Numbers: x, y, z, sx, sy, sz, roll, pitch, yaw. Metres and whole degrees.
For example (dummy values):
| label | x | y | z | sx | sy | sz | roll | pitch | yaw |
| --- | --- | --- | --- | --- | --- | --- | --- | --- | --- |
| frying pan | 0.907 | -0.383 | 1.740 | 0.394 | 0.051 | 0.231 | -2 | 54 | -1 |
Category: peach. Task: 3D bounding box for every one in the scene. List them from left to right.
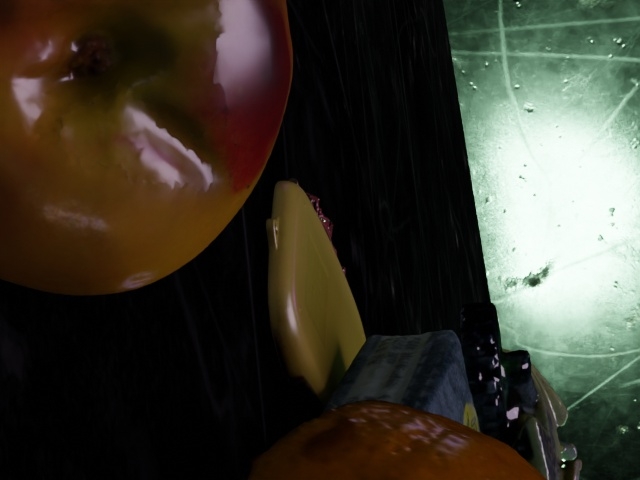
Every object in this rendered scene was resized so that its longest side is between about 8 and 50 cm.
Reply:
| label | x | y | z | sx | sy | sz | roll | pitch | yaw |
| --- | --- | --- | --- | --- | --- | --- | --- | --- | --- |
| peach | -0.071 | -0.056 | 0.426 | 0.138 | 0.138 | 0.138 | -8 | 90 | -80 |

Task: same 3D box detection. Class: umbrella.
| label | x | y | z | sx | sy | sz | roll | pitch | yaw |
| --- | --- | --- | --- | --- | --- | --- | --- | --- | --- |
| umbrella | 0.000 | 0.000 | 1.072 | 0.027 | 0.025 | 0.165 | 63 | -3 | 29 |

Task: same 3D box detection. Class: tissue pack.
| label | x | y | z | sx | sy | sz | roll | pitch | yaw |
| --- | --- | --- | --- | --- | --- | --- | --- | --- | --- |
| tissue pack | 0.040 | 0.189 | 0.894 | 0.257 | 0.081 | 0.185 | -53 | 134 | -63 |

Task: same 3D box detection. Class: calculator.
| label | x | y | z | sx | sy | sz | roll | pitch | yaw |
| --- | --- | --- | --- | --- | --- | --- | --- | --- | --- |
| calculator | 0.001 | 0.068 | 0.995 | 0.236 | 0.033 | 0.157 | 70 | 17 | -45 |

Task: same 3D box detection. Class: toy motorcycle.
| label | x | y | z | sx | sy | sz | roll | pitch | yaw |
| --- | --- | --- | --- | --- | --- | --- | --- | --- | --- |
| toy motorcycle | 0.172 | 0.269 | 1.459 | 0.237 | 0.168 | 0.410 | 22 | 66 | -72 |

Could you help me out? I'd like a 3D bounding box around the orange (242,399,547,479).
| label | x | y | z | sx | sy | sz | roll | pitch | yaw |
| --- | --- | --- | --- | --- | --- | --- | --- | --- | --- |
| orange | 0.048 | 0.236 | 0.706 | 0.310 | 0.274 | 0.274 | 61 | 7 | 9 |
